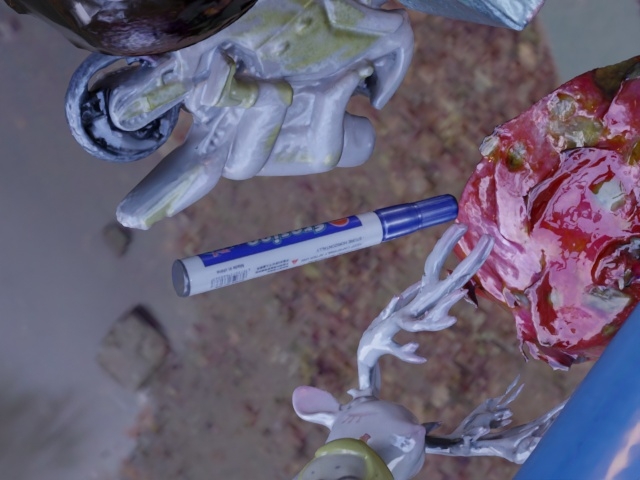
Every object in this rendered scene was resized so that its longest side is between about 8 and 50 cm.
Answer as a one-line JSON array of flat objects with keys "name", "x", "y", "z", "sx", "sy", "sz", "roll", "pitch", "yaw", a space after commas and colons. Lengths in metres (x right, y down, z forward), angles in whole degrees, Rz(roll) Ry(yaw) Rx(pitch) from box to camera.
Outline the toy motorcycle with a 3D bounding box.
[{"name": "toy motorcycle", "x": -0.041, "y": -0.135, "z": 1.299, "sx": 0.108, "sy": 0.341, "sz": 0.223, "roll": 31, "pitch": 151, "yaw": 57}]

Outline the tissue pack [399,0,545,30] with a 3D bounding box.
[{"name": "tissue pack", "x": 0.105, "y": -0.338, "z": 1.716, "sx": 0.228, "sy": 0.103, "sz": 0.316, "roll": 39, "pitch": 179, "yaw": -21}]

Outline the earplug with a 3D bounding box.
[{"name": "earplug", "x": 0.197, "y": 0.136, "z": 0.966, "sx": 0.132, "sy": 0.273, "sz": 0.132, "roll": 32, "pitch": 163, "yaw": 11}]

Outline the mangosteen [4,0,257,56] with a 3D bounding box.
[{"name": "mangosteen", "x": -0.140, "y": -0.214, "z": 0.904, "sx": 0.266, "sy": 0.228, "sz": 0.228, "roll": -9, "pitch": 119, "yaw": 11}]

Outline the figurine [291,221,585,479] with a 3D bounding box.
[{"name": "figurine", "x": 0.088, "y": 0.185, "z": 1.300, "sx": 0.284, "sy": 0.315, "sz": 0.206, "roll": -34, "pitch": 119, "yaw": 30}]

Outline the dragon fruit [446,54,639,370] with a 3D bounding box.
[{"name": "dragon fruit", "x": 0.334, "y": -0.004, "z": 1.656, "sx": 0.386, "sy": 0.371, "sz": 0.249, "roll": -40, "pitch": 52, "yaw": 16}]

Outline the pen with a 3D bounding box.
[{"name": "pen", "x": 0.000, "y": 0.000, "z": 1.017, "sx": 0.025, "sy": 0.204, "sz": 0.025, "roll": 43, "pitch": 141, "yaw": 49}]
